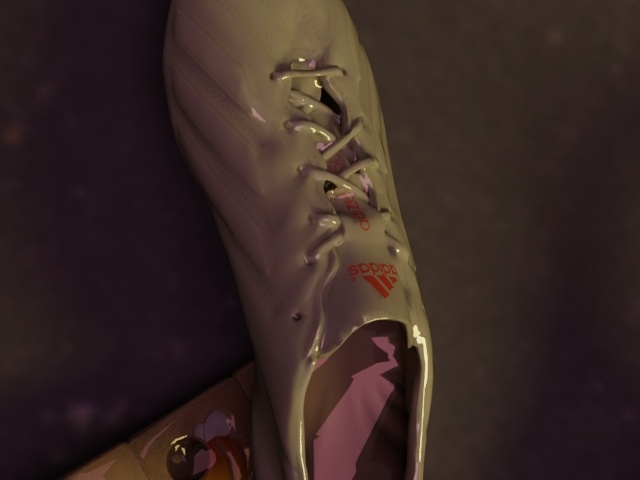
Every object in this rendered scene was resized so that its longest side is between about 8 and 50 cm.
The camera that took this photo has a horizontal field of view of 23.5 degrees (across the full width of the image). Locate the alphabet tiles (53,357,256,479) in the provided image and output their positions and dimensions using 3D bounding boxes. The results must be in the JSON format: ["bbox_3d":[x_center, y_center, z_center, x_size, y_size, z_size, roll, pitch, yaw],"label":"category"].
[{"bbox_3d":[-0.049,0.167,0.483,0.237,0.009,0.198,-30,101,-18],"label":"alphabet tiles"}]

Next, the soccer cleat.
[{"bbox_3d":[0.000,0.000,0.455,0.068,0.076,0.196,-11,94,-19],"label":"soccer cleat"}]
